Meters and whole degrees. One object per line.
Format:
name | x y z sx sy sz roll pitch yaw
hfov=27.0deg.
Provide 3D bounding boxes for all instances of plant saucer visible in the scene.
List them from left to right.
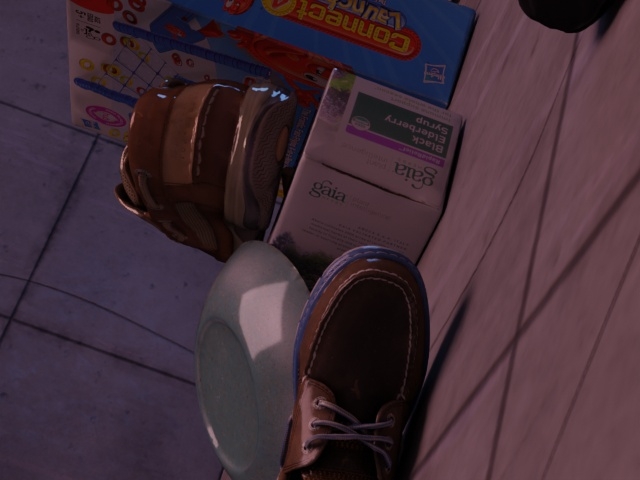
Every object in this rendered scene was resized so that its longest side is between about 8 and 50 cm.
plant saucer | -0.046 0.098 0.873 0.195 0.037 0.195 31 126 58

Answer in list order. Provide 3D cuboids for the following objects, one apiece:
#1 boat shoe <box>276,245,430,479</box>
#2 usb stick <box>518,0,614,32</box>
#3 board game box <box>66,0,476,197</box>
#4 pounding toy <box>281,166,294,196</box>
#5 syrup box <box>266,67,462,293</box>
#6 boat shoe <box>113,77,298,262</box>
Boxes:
boat shoe | 0.015 0.094 0.634 0.066 0.066 0.183 -93 12 -70
usb stick | 0.130 -0.202 0.597 0.077 0.045 0.278 103 -177 -50
board game box | -0.057 -0.142 1.130 0.308 0.302 0.086 116 173 -70
pounding toy | 0.000 0.000 1.086 0.141 0.100 0.130 -82 12 -74
syrup box | 0.011 0.006 0.915 0.237 0.093 0.096 113 176 -46
boat shoe | -0.089 -0.055 0.985 0.324 0.116 0.123 119 162 -77
